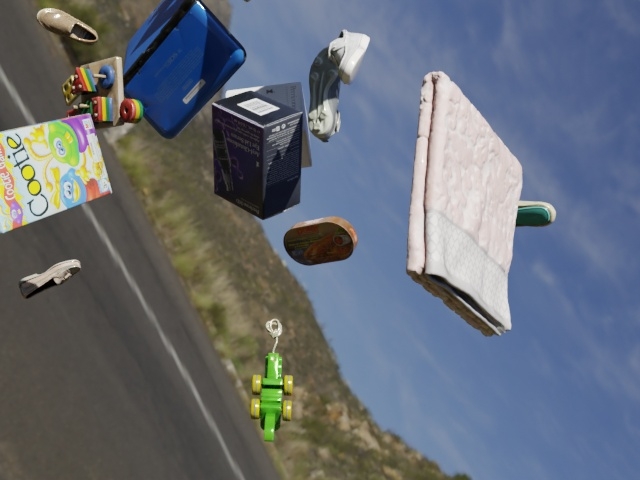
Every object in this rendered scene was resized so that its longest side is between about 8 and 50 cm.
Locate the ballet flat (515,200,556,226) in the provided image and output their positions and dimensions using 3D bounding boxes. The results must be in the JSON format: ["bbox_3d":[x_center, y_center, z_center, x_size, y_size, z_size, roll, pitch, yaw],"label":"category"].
[{"bbox_3d":[0.489,-0.072,2.405,0.086,0.248,0.086,-14,106,-63],"label":"ballet flat"}]

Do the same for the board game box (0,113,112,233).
[{"bbox_3d":[-0.479,-0.102,1.454,0.275,0.144,0.142,-36,115,-64],"label":"board game box"}]

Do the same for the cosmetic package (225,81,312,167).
[{"bbox_3d":[-0.121,-0.265,2.205,0.151,0.183,0.151,78,5,-60],"label":"cosmetic package"}]

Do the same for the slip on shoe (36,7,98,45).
[{"bbox_3d":[-0.545,-0.461,2.003,0.135,0.051,0.041,26,1,-27],"label":"slip on shoe"}]

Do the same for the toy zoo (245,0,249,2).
[{"bbox_3d":[-0.146,-0.640,1.809,0.293,0.192,0.030,58,15,12],"label":"toy zoo"}]

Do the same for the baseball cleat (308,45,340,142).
[{"bbox_3d":[0.012,-0.319,2.045,0.109,0.072,0.206,34,67,-71],"label":"baseball cleat"}]

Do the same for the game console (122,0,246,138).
[{"bbox_3d":[-0.297,-0.413,2.010,0.250,0.293,0.173,47,32,-4],"label":"game console"}]

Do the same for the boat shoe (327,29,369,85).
[{"bbox_3d":[0.043,-0.324,1.601,0.184,0.063,0.066,-72,-177,-55],"label":"boat shoe"}]

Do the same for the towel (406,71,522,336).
[{"bbox_3d":[0.228,-0.045,1.404,0.332,0.053,0.317,35,57,-53],"label":"towel"}]

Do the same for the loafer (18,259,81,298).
[{"bbox_3d":[-0.524,0.079,1.806,0.045,0.125,0.039,78,-12,-56],"label":"loafer"}]

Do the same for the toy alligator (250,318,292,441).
[{"bbox_3d":[-0.069,0.205,1.320,0.051,0.056,0.190,96,-4,-53],"label":"toy alligator"}]

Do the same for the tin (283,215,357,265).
[{"bbox_3d":[0.000,0.000,2.161,0.106,0.189,0.040,63,37,-24],"label":"tin"}]

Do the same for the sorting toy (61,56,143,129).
[{"bbox_3d":[-0.448,-0.285,1.817,0.274,0.046,0.132,-1,-88,44],"label":"sorting toy"}]

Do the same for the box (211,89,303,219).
[{"bbox_3d":[-0.124,-0.169,1.820,0.153,0.108,0.207,27,-51,36],"label":"box"}]
